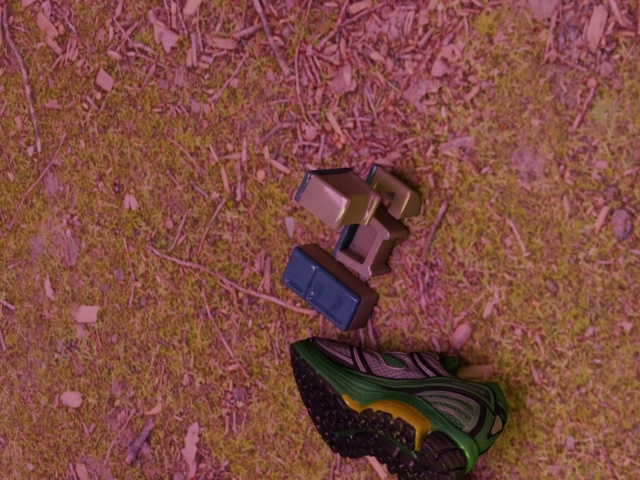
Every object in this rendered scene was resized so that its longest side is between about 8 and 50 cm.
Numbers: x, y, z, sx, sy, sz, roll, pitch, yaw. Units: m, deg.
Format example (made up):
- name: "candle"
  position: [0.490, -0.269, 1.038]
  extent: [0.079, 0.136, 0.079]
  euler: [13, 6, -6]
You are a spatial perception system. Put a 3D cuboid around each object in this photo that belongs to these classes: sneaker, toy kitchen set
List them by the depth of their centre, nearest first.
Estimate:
- name: "sneaker"
  position: [0.087, 0.190, 1.665]
  extent: [0.343, 0.146, 0.134]
  euler: [23, 137, 49]
- name: "toy kitchen set"
  position: [0.000, 0.000, 1.673]
  extent: [0.122, 0.166, 0.207]
  euler: [38, 118, 29]
